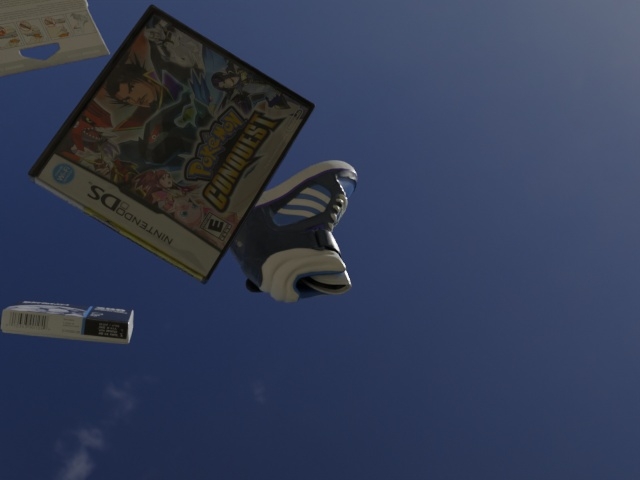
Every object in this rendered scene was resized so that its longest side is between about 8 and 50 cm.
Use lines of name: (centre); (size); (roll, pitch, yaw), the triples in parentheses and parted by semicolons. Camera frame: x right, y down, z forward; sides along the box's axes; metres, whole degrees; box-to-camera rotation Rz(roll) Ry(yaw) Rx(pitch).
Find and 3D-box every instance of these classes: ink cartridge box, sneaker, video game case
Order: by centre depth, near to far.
video game case: (-0.178, -0.123, 1.060); (0.248, 0.035, 0.275); (31, -107, -3)
ink cartridge box: (-0.434, 0.138, 1.490); (0.206, 0.208, 0.045); (7, -90, -11)
sneaker: (0.000, 0.000, 1.511); (0.323, 0.130, 0.236); (-25, -119, -36)
ink cartridge box: (-0.589, -0.432, 1.673); (0.275, 0.060, 0.239); (-22, -97, -34)
